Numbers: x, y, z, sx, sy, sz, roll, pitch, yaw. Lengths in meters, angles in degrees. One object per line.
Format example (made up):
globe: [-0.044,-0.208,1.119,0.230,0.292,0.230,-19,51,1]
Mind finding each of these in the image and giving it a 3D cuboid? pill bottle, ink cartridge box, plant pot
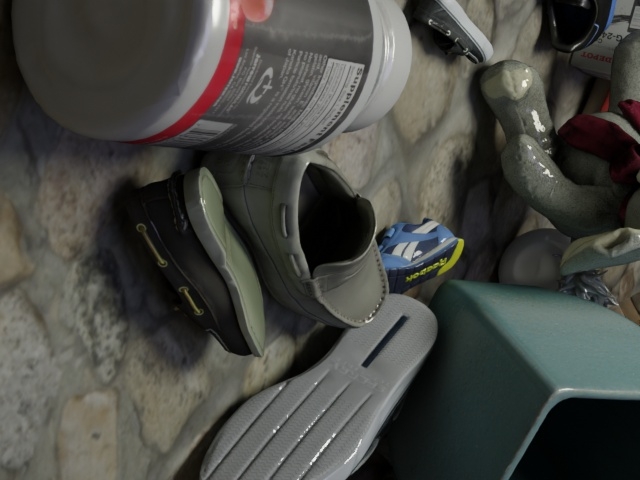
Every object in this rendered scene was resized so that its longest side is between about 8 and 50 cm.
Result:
pill bottle: [-0.063,-0.153,1.174,0.318,0.176,0.176,0,105,-58]
ink cartridge box: [0.379,-0.265,1.887,0.063,0.109,0.150,8,99,-60]
plant pot: [0.210,0.171,1.628,0.248,0.252,0.247,5,123,-36]
pill bottle: [0.293,0.067,1.923,0.108,0.108,0.180,-64,148,-13]

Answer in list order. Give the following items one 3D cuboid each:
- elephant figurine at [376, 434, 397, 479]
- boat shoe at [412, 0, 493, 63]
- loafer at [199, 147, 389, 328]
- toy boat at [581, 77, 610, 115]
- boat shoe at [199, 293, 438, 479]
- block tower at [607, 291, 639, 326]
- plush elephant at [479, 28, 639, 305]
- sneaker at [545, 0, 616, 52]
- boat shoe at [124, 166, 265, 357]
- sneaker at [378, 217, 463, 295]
elephant figurine: [0.136,0.301,1.775,0.186,0.239,0.169,-56,173,25]
boat shoe: [0.131,-0.212,1.589,0.040,0.049,0.142,-50,146,1]
loafer: [0.000,0.000,1.415,0.112,0.111,0.319,-63,148,-14]
toy boat: [0.429,-0.122,2.002,0.231,0.151,0.151,38,73,-57]
boat shoe: [0.009,0.186,1.516,0.335,0.121,0.119,-38,148,-39]
block tower: [0.342,0.149,1.887,0.335,0.091,0.097,-29,149,11]
plush elephant: [0.350,-0.062,1.692,0.272,0.255,0.329,-7,99,-31]
sneaker: [0.301,-0.321,1.763,0.090,0.081,0.232,-43,140,-50]
boat shoe: [-0.099,0.025,1.318,0.227,0.069,0.081,70,12,-48]
sneaker: [0.078,0.019,1.616,0.144,0.059,0.053,-22,147,-31]
